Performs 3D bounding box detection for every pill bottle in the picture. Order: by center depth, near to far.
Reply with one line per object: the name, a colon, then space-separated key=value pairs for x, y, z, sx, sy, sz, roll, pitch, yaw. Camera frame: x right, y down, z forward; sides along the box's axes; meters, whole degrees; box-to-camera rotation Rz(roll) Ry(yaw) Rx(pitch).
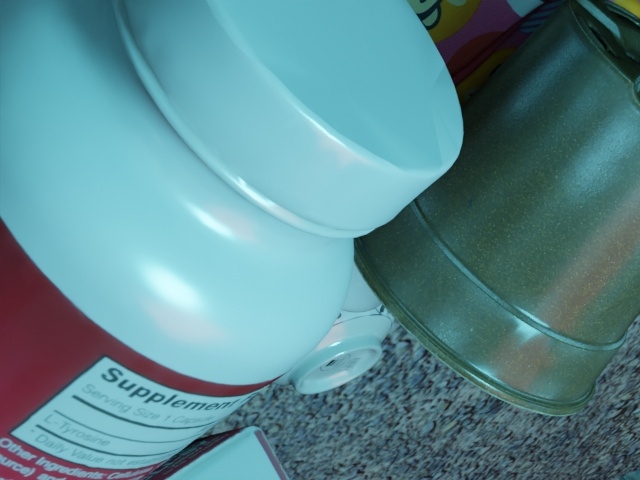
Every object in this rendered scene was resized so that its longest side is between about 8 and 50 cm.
pill bottle: x=-0.134 y=0.011 z=0.844 sx=0.408 sy=0.229 sz=0.229 roll=-39 pitch=155 yaw=28

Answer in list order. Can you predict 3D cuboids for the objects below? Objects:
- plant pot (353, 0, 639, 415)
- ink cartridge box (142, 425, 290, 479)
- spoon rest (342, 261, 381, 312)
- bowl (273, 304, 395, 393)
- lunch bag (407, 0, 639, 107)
plant pot: x=0.124 y=-0.027 z=0.870 sx=0.167 sy=0.167 sz=0.165 roll=3 pitch=132 yaw=-51
ink cartridge box: x=-0.126 y=0.314 z=1.303 sx=0.160 sy=0.279 sz=0.385 roll=-33 pitch=-175 yaw=-32
spoon rest: x=0.000 y=0.000 z=1.148 sx=0.137 sy=0.084 sz=0.276 roll=-22 pitch=164 yaw=28
bowl: x=-0.002 y=0.068 z=1.321 sx=0.170 sy=0.080 sz=0.170 roll=-21 pitch=158 yaw=-9
lunch bag: x=0.124 y=-0.101 z=1.021 sx=0.258 sy=0.120 sz=0.293 roll=-36 pitch=156 yaw=22
